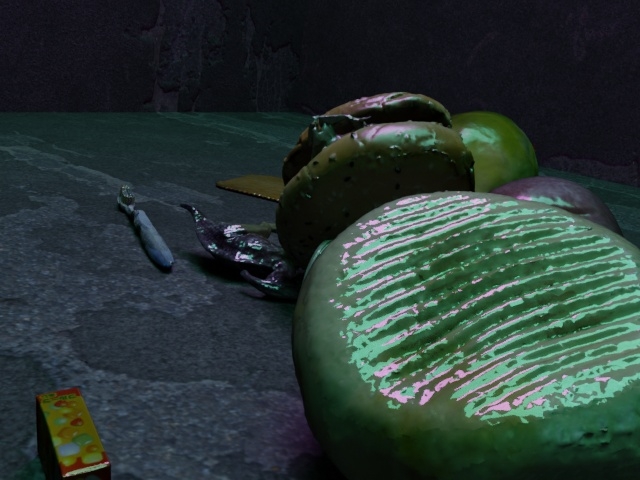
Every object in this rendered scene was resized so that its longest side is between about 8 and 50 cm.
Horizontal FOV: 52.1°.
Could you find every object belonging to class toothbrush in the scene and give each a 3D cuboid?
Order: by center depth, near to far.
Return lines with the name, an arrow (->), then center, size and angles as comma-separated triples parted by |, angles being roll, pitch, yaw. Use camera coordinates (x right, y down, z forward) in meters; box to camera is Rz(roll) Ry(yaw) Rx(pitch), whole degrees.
toothbrush -> -0.327, -0.028, 1.207 | 0.035, 0.042, 0.413 | -1, 21, -27

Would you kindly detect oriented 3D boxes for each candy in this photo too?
candy -> -0.204, 0.178, 0.538 | 0.038, 0.062, 0.122 | -5, 21, -31

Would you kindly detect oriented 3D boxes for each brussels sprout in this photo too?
brussels sprout -> 0.271, -0.095, 1.275 | 0.268, 0.344, 0.344 | 40, 15, -8

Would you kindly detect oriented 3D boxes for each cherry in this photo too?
cherry -> 0.342, 0.027, 1.016 | 0.261, 0.221, 0.307 | -15, 44, -5

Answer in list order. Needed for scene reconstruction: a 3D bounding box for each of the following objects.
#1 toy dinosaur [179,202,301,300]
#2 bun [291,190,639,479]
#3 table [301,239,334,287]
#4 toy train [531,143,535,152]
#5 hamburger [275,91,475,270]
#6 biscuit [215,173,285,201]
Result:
toy dinosaur -> -0.112, 0.013, 1.093 | 0.294, 0.077, 0.162 | 23, 16, 37
bun -> 0.153, 0.112, 0.628 | 0.366, 0.219, 0.365 | -5, 37, 4
table -> 0.095, 0.084, 0.871 | 0.220, 0.126, 0.126 | 15, 18, 21
toy train -> 0.350, -0.127, 1.495 | 0.369, 0.231, 0.163 | 13, 15, 13
hamburger -> 0.071, -0.063, 1.001 | 0.277, 0.317, 0.195 | 2, 43, -4
biscuit -> -0.120, -0.137, 1.693 | 0.237, 0.013, 0.232 | 16, 19, 22
